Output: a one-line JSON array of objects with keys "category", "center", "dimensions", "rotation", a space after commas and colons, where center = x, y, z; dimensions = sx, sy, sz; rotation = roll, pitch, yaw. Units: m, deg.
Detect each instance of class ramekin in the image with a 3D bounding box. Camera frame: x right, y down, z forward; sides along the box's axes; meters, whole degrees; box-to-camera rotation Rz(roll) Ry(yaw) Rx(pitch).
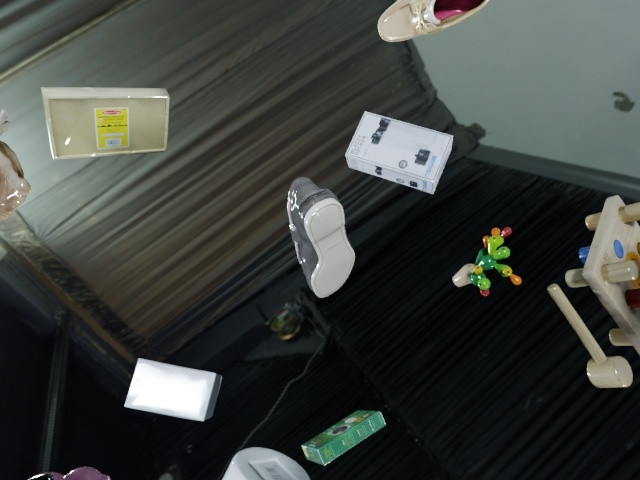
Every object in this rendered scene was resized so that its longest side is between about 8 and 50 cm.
[{"category": "ramekin", "center": [-0.156, 0.718, 1.263], "dimensions": [0.277, 0.135, 0.277], "rotation": [21, -179, 0]}]

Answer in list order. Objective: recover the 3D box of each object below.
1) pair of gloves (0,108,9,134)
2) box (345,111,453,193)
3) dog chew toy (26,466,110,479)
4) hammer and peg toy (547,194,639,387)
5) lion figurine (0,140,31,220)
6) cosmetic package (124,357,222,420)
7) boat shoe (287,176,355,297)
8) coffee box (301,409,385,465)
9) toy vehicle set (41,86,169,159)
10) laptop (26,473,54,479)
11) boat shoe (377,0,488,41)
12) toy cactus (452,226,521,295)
[{"category": "pair of gloves", "center": [-0.589, -0.105, 0.692], "dimensions": [0.042, 0.240, 0.204], "rotation": [39, -141, -16]}, {"category": "box", "center": [0.242, -0.274, 1.377], "dimensions": [0.290, 0.169, 0.087], "rotation": [22, 170, 18]}, {"category": "dog chew toy", "center": [-0.666, 0.646, 1.033], "dimensions": [0.206, 0.332, 0.206], "rotation": [51, 151, 43]}, {"category": "hammer and peg toy", "center": [0.620, 0.102, 0.901], "dimensions": [0.266, 0.361, 0.127], "rotation": [49, 147, -13]}, {"category": "lion figurine", "center": [-0.551, -0.075, 0.471], "dimensions": [0.240, 0.392, 0.142], "rotation": [70, -175, -46]}, {"category": "cosmetic package", "center": [-0.427, 0.448, 1.330], "dimensions": [0.225, 0.138, 0.224], "rotation": [11, 160, -4]}, {"category": "boat shoe", "center": [0.000, 0.000, 0.918], "dimensions": [0.095, 0.112, 0.335], "rotation": [53, 164, 32]}, {"category": "coffee box", "center": [0.054, 0.473, 1.075], "dimensions": [0.113, 0.184, 0.040], "rotation": [-36, 76, 59]}, {"category": "toy vehicle set", "center": [-0.504, -0.282, 1.066], "dimensions": [0.035, 0.267, 0.166], "rotation": [54, 140, 32]}, {"category": "laptop", "center": [-0.536, 0.598, 0.718], "dimensions": [0.408, 0.236, 0.382], "rotation": [-30, 74, 53]}, {"category": "boat shoe", "center": [0.164, -0.340, 0.653], "dimensions": [0.063, 0.170, 0.059], "rotation": [63, -155, -27]}, {"category": "toy cactus", "center": [0.423, 0.069, 1.141], "dimensions": [0.112, 0.219, 0.180], "rotation": [34, 137, -10]}]
